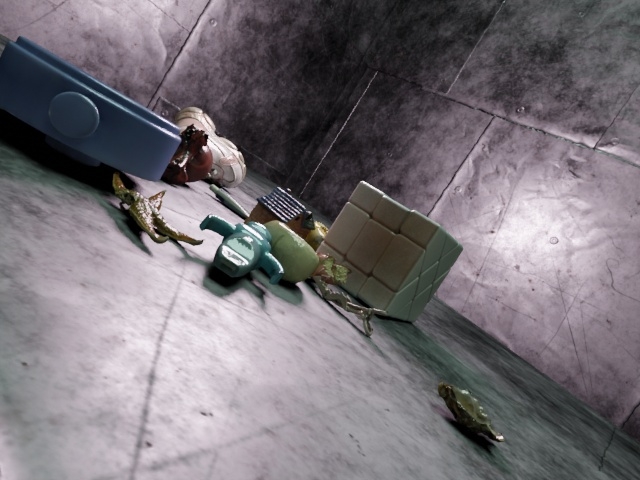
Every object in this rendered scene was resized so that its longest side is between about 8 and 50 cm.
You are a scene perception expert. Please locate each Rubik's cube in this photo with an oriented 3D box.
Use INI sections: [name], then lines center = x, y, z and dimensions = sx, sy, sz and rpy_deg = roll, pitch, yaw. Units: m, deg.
[Rubik's cube]
center = 0.224, 0.045, 1.544
dimensions = 0.316, 0.318, 0.322
rpy_deg = 36, 6, 30

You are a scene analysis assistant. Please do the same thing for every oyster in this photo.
[oyster]
center = 0.280, 0.328, 0.896
dimensions = 0.148, 0.051, 0.103
rpy_deg = 51, 9, 18

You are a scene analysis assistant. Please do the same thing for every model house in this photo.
[model house]
center = -0.098, -0.054, 1.398
dimensions = 0.166, 0.172, 0.183
rpy_deg = 35, 7, 32

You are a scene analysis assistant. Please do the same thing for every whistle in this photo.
[whistle]
center = -0.156, 0.020, 0.951
dimensions = 0.186, 0.093, 0.274
rpy_deg = 38, 9, -5

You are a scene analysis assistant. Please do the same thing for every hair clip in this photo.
[hair clip]
center = 0.056, 0.155, 1.153
dimensions = 0.226, 0.072, 0.034
rpy_deg = 26, -5, 34

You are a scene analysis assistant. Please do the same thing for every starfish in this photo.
[starfish]
center = -0.314, -0.046, 0.897
dimensions = 0.138, 0.050, 0.247
rpy_deg = 26, 17, -51

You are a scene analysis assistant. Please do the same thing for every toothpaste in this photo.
[toothpaste]
center = -0.285, -0.116, 1.569
dimensions = 0.216, 0.037, 0.062
rpy_deg = 38, 7, 9

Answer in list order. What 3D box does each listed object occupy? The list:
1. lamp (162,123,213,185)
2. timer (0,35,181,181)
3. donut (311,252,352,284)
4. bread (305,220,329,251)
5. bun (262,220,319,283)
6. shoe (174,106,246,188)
[lamp]
center = -0.421, -0.253, 1.457
dimensions = 0.151, 0.215, 0.223
rpy_deg = 20, -18, 9
[timer]
center = -0.488, -0.252, 0.991
dimensions = 0.395, 0.173, 0.395
rpy_deg = 31, 4, -2
[donut]
center = 0.005, 0.079, 1.289
dimensions = 0.117, 0.065, 0.166
rpy_deg = 4, -16, 30
[bread]
center = -0.005, -0.002, 1.823
dimensions = 0.156, 0.103, 0.110
rpy_deg = 29, 17, 12
[bun]
center = -0.089, 0.033, 1.125
dimensions = 0.188, 0.111, 0.164
rpy_deg = 35, -11, 38
[shoe]
center = -0.446, -0.313, 1.791
dimensions = 0.351, 0.172, 0.198
rpy_deg = 49, 36, -25
